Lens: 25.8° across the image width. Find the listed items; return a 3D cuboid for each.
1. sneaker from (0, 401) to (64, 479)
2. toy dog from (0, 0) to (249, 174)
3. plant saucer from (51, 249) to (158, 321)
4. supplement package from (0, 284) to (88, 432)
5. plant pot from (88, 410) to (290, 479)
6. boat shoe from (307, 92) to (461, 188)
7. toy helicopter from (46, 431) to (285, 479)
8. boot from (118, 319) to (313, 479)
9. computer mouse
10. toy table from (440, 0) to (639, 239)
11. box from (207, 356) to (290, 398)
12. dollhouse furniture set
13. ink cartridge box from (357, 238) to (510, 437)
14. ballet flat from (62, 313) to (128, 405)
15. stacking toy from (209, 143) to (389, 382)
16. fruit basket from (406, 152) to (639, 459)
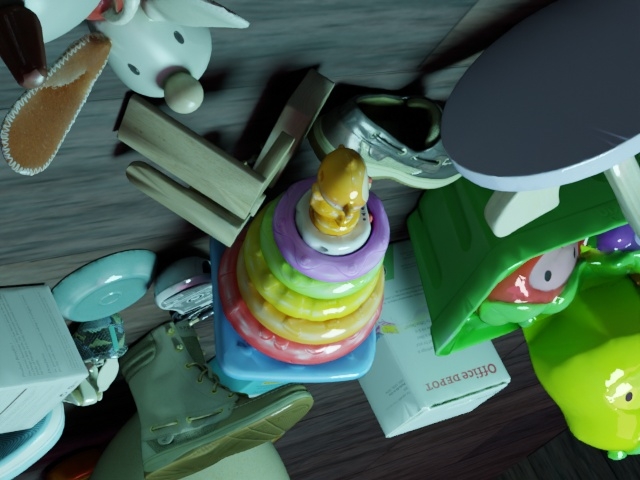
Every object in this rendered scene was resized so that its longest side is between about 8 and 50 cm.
[{"bbox_3d":[-0.370,0.246,1.469,0.319,0.127,0.208,-23,148,15],"label":"sneaker"},{"bbox_3d":[-0.135,-0.128,0.812,0.220,0.161,0.334,-40,158,32],"label":"toy dog"},{"bbox_3d":[-0.211,0.050,1.384,0.119,0.021,0.119,-25,161,-9],"label":"plant saucer"},{"bbox_3d":[-0.323,0.114,1.268,0.105,0.105,0.179,-41,157,33],"label":"supplement package"},{"bbox_3d":[-0.158,0.296,1.689,0.284,0.284,0.191,-11,112,-40],"label":"plant pot"},{"bbox_3d":[0.087,-0.099,1.319,0.223,0.080,0.073,-1,153,-45],"label":"boat shoe"},{"bbox_3d":[-0.212,0.341,1.971,0.355,0.140,0.235,-24,163,-19],"label":"toy helicopter"},{"bbox_3d":[-0.122,0.159,1.563,0.213,0.165,0.077,-26,154,17],"label":"boot"},{"bbox_3d":[-0.128,0.045,1.462,0.106,0.042,0.193,-24,167,4],"label":"computer mouse"},{"bbox_3d":[0.259,-0.111,1.314,0.274,0.252,0.161,-20,147,10],"label":"toy table"},{"bbox_3d":[-0.115,0.189,1.817,0.244,0.060,0.100,-38,159,27],"label":"box"},{"bbox_3d":[-0.085,-0.094,1.178,0.151,0.123,0.144,-58,-179,-35],"label":"dollhouse furniture set"},{"bbox_3d":[0.111,0.114,1.696,0.154,0.212,0.093,-12,156,-39],"label":"ink cartridge box"},{"bbox_3d":[-0.253,0.142,1.501,0.070,0.070,0.188,-16,158,-31],"label":"ballet flat"},{"bbox_3d":[0.000,0.000,1.266,0.166,0.175,0.302,0,153,-12],"label":"stacking toy"},{"bbox_3d":[0.315,0.057,1.602,0.392,0.392,0.283,-18,159,-26],"label":"fruit basket"}]
